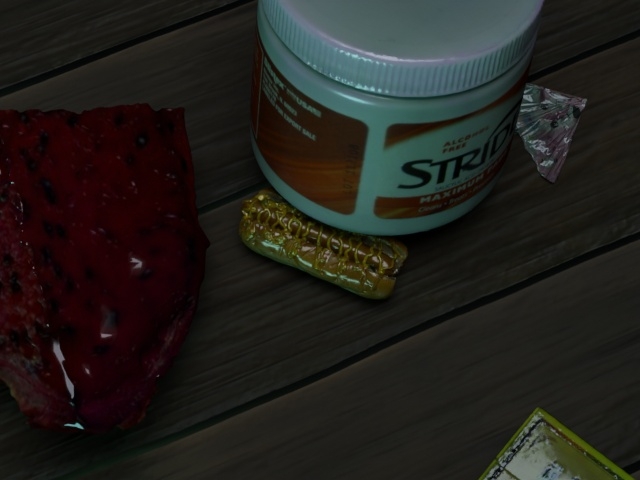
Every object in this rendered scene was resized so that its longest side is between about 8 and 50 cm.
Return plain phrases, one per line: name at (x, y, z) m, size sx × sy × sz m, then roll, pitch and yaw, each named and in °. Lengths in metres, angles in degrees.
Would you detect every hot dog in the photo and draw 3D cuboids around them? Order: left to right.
hot dog at (0.000, 0.000, 1.603) m, size 0.165 × 0.045 × 0.071 m, roll 23°, pitch 67°, yaw 9°

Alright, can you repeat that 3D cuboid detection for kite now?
kite at (0.196, -0.112, 1.684) m, size 0.156 × 0.011 × 0.139 m, roll -20°, pitch 64°, yaw -11°

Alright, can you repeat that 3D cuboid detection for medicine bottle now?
medicine bottle at (0.064, -0.167, 1.557) m, size 0.252 × 0.241 × 0.252 m, roll 2°, pitch 52°, yaw -3°

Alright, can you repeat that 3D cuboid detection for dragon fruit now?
dragon fruit at (-0.250, 0.028, 1.480) m, size 0.302 × 0.240 × 0.330 m, roll -22°, pitch 58°, yaw 9°

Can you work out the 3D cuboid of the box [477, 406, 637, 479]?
box at (0.176, 0.270, 1.467) m, size 0.141 × 0.064 × 0.220 m, roll 36°, pitch 70°, yaw 15°
